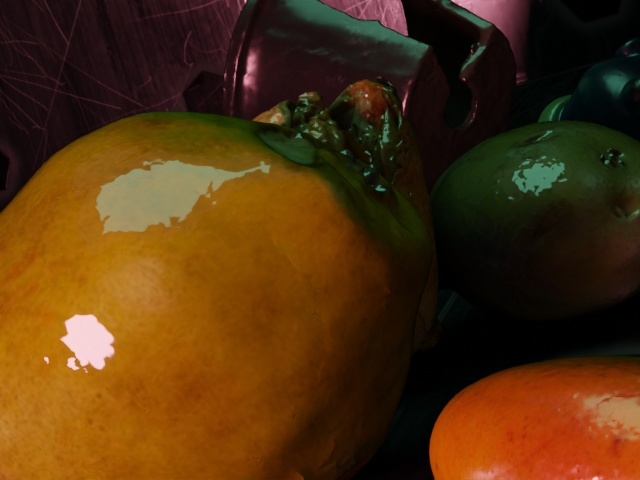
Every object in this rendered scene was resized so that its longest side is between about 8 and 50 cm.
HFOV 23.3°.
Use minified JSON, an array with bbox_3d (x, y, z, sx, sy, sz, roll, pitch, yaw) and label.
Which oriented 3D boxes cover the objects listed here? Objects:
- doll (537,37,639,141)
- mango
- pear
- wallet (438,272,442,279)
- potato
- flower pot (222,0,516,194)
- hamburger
[{"bbox_3d":[0.364,-0.130,1.376,0.322,0.198,0.186,-27,-19,-12],"label":"doll"},{"bbox_3d":[0.134,0.099,0.704,0.141,0.102,0.217,-16,9,-36],"label":"mango"},{"bbox_3d":[-0.085,0.060,0.916,0.321,0.269,0.269,-34,6,11],"label":"pear"},{"bbox_3d":[0.173,-0.029,1.587,0.377,0.051,0.197,-23,11,-41],"label":"wallet"},{"bbox_3d":[0.163,-0.015,1.180,0.174,0.159,0.251,10,-9,-19],"label":"potato"},{"bbox_3d":[0.090,-0.184,1.988,0.251,0.379,0.379,19,32,40],"label":"flower pot"},{"bbox_3d":[0.000,0.000,1.165,0.163,0.244,0.244,-7,9,-2],"label":"hamburger"}]
